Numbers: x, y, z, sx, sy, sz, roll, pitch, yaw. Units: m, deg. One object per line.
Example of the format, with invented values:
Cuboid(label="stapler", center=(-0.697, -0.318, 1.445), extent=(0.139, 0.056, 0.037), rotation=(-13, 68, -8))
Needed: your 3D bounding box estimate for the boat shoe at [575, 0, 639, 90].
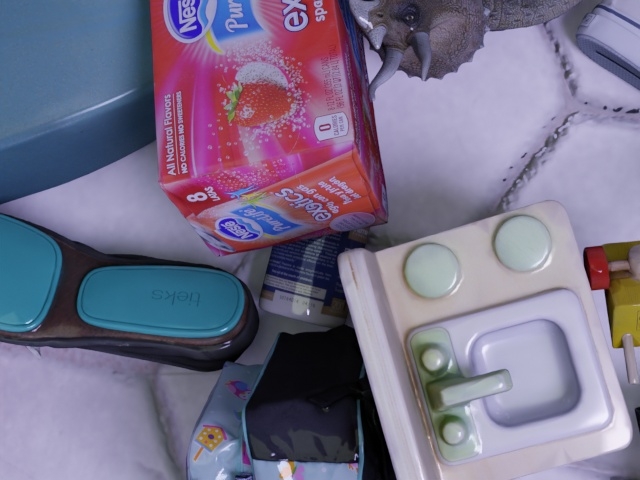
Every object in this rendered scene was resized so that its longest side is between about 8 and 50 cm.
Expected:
Cuboid(label="boat shoe", center=(0.285, -0.108, 0.712), extent=(0.226, 0.083, 0.076), rotation=(39, 94, 12))

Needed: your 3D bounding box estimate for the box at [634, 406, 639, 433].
Cuboid(label="box", center=(0.305, 0.172, 0.682), extent=(0.158, 0.093, 0.156), rotation=(-12, 82, 9))

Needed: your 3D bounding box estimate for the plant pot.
Cuboid(label="plant pot", center=(-0.221, -0.126, 0.774), extent=(0.234, 0.165, 0.166), rotation=(-13, 83, 4))

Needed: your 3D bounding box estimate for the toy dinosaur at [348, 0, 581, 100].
Cuboid(label="toy dinosaur", center=(0.128, -0.209, 0.747), extent=(0.313, 0.121, 0.160), rotation=(-23, 87, -21))

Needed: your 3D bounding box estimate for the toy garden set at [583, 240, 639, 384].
Cuboid(label="toy garden set", center=(0.273, 0.092, 0.625), extent=(0.203, 0.049, 0.244), rotation=(-7, 82, 7))

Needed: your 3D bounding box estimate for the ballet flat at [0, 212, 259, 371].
Cuboid(label="ballet flat", center=(-0.185, 0.049, 0.776), extent=(0.280, 0.096, 0.095), rotation=(14, 61, 5))

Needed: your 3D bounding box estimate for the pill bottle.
Cuboid(label="pill bottle", center=(0.000, 0.000, 0.766), extent=(0.067, 0.067, 0.120), rotation=(14, 88, 11))

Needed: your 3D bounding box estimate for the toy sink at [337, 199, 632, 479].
Cuboid(label="toy sink", center=(0.108, 0.067, 0.656), extent=(0.131, 0.234, 0.153), rotation=(-17, 82, 9))

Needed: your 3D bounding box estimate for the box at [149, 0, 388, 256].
Cuboid(label="box", center=(-0.039, -0.134, 0.719), extent=(0.128, 0.123, 0.257), rotation=(-11, 64, 10))

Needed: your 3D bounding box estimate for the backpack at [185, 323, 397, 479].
Cuboid(label="backpack", center=(-0.012, 0.171, 0.701), extent=(0.144, 0.166, 0.189), rotation=(-8, 107, 7))
